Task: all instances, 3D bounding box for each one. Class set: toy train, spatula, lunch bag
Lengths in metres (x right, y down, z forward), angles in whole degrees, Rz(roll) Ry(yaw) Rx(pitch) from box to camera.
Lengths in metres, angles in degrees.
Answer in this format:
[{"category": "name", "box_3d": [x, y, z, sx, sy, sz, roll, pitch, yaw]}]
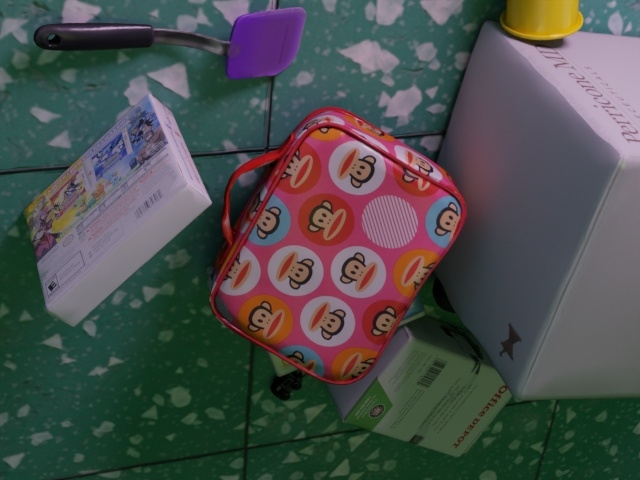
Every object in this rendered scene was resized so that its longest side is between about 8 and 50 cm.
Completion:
[{"category": "toy train", "box_3d": [-0.009, 0.157, 1.602, 0.158, 0.027, 0.036, -43, 118, 14]}, {"category": "spatula", "box_3d": [-0.156, -0.213, 1.261, 0.297, 0.030, 0.084, -2, 128, -21]}, {"category": "lunch bag", "box_3d": [0.000, 0.000, 1.386, 0.258, 0.120, 0.293, 30, 106, -10]}]

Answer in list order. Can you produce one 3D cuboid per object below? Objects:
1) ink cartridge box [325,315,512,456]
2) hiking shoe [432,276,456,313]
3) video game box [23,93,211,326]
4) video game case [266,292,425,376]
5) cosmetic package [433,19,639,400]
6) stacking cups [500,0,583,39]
[{"category": "ink cartridge box", "box_3d": [0.145, 0.197, 1.646, 0.219, 0.092, 0.160, 23, 113, -33]}, {"category": "hiking shoe", "box_3d": [0.286, 0.094, 1.611, 0.304, 0.113, 0.132, 1, 124, -22]}, {"category": "video game box", "box_3d": [-0.224, -0.035, 1.267, 0.205, 0.187, 0.048, -41, 133, 11]}, {"category": "video game case", "box_3d": [0.010, 0.054, 1.501, 0.213, 0.023, 0.193, -23, 116, -4]}, {"category": "cosmetic package", "box_3d": [0.380, -0.034, 1.411, 0.394, 0.329, 0.327, 2, 124, -23]}, {"category": "stacking cups", "box_3d": [0.249, -0.374, 1.258, 0.096, 0.096, 0.316, -12, 128, -13]}]
